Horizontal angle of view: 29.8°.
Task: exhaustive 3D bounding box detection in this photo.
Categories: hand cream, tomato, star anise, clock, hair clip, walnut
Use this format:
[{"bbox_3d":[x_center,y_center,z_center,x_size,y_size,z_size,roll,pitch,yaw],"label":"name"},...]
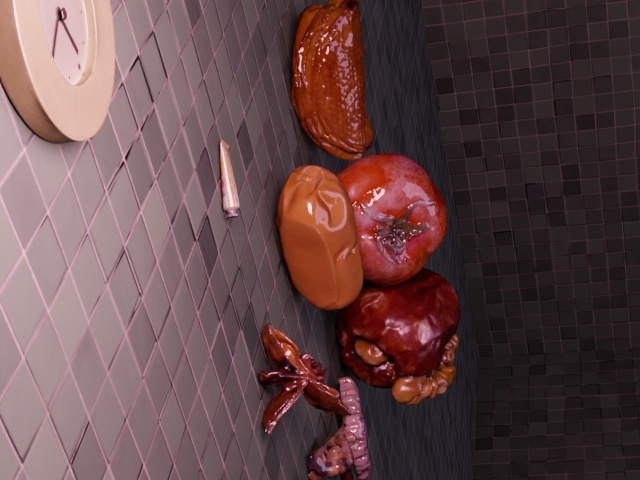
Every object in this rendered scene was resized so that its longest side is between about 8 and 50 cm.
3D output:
[{"bbox_3d":[-0.121,-0.079,1.574,0.035,0.022,0.102,33,48,-74],"label":"hand cream"},{"bbox_3d":[0.103,-0.044,2.080,0.188,0.232,0.232,32,-45,60],"label":"tomato"},{"bbox_3d":[-0.050,0.207,1.725,0.140,0.144,0.158,3,70,-32],"label":"star anise"},{"bbox_3d":[-0.240,-0.204,1.087,0.235,0.029,0.235,-4,90,-79],"label":"clock"},{"bbox_3d":[0.043,0.334,2.019,0.300,0.069,0.173,-40,124,-75],"label":"hair clip"},{"bbox_3d":[0.160,0.164,2.186,0.222,0.244,0.269,-50,177,42],"label":"walnut"}]

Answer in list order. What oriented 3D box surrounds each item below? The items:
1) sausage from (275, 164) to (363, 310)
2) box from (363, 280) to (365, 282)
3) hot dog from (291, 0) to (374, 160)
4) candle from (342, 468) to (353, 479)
[{"bbox_3d":[0.000,0.000,1.846,0.136,0.120,0.241,-61,147,-48],"label":"sausage"},{"bbox_3d":[0.093,0.048,2.432,0.193,0.030,0.121,-37,122,-75],"label":"box"},{"bbox_3d":[0.020,-0.271,2.041,0.196,0.122,0.272,-67,154,-60],"label":"hot dog"},{"bbox_3d":[0.058,0.477,2.141,0.026,0.021,0.167,-63,146,-65],"label":"candle"}]
